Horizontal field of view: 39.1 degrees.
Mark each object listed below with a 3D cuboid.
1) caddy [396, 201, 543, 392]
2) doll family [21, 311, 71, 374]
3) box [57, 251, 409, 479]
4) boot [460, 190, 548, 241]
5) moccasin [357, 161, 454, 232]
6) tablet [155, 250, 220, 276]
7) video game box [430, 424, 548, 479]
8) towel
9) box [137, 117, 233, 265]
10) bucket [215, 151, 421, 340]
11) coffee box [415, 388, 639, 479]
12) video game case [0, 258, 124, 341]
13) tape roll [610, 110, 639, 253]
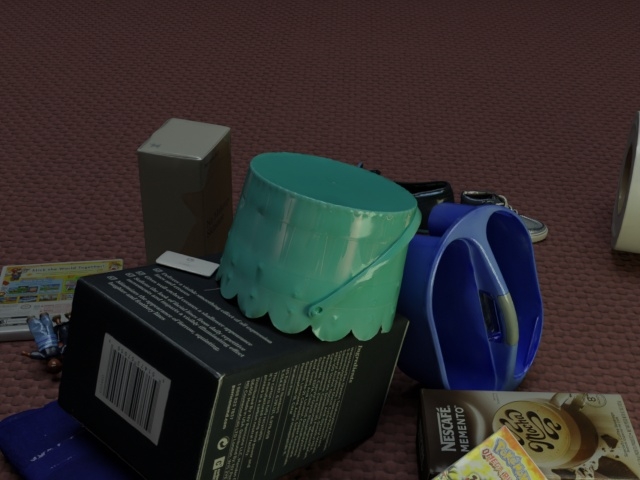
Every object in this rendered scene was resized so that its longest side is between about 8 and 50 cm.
[{"bbox_3d":[0.234,0.100,1.406,0.241,0.341,0.179,-32,31,-29],"label":"caddy"},{"bbox_3d":[-0.404,0.160,1.517,0.193,0.076,0.111,-21,68,-13],"label":"doll family"},{"bbox_3d":[-0.119,0.173,1.298,0.293,0.212,0.395,28,24,35],"label":"box"},{"bbox_3d":[0.379,-0.052,1.866,0.190,0.086,0.069,6,33,7],"label":"boot"},{"bbox_3d":[0.112,-0.103,1.905,0.342,0.117,0.138,3,33,2],"label":"moccasin"},{"bbox_3d":[-0.192,0.033,1.308,0.083,0.006,0.054,15,18,6],"label":"tablet"},{"bbox_3d":[0.222,0.370,1.132,0.187,0.048,0.205,-32,72,-16],"label":"video game box"},{"bbox_3d":[-0.303,0.318,1.296,0.227,0.076,0.308,-27,41,-31],"label":"towel"},{"bbox_3d":[-0.238,-0.048,1.630,0.121,0.311,0.148,10,34,13],"label":"box"},{"bbox_3d":[0.000,0.000,1.267,0.281,0.183,0.281,13,19,-5],"label":"bucket"},{"bbox_3d":[0.289,0.311,1.280,0.297,0.119,0.168,1,34,0],"label":"coffee box"},{"bbox_3d":[-0.479,0.107,1.647,0.227,0.026,0.206,-4,34,-6],"label":"video game case"},{"bbox_3d":[0.654,-0.112,1.795,0.100,0.286,0.286,9,34,12],"label":"tape roll"}]
